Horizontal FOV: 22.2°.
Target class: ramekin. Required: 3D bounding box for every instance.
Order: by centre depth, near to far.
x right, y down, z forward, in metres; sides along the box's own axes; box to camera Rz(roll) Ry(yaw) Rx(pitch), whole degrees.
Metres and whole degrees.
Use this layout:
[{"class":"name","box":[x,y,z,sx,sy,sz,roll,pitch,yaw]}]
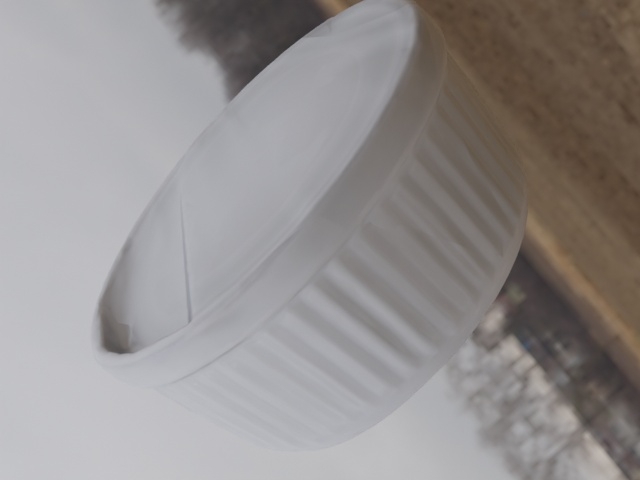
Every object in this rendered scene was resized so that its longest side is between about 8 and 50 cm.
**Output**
[{"class":"ramekin","box":[0.000,0.000,0.944,0.127,0.273,0.273,41,-173,-20]}]
